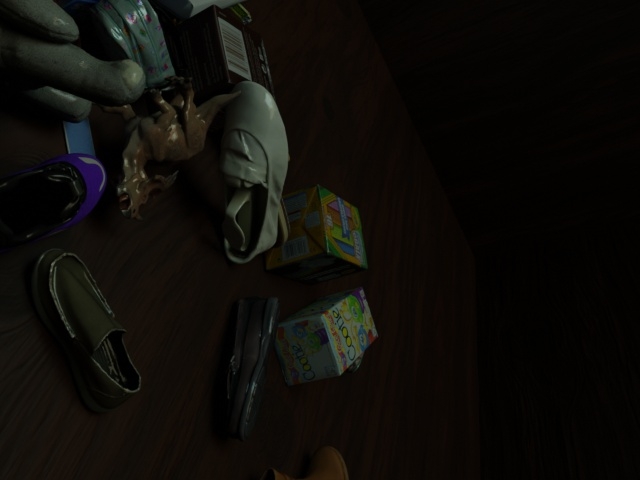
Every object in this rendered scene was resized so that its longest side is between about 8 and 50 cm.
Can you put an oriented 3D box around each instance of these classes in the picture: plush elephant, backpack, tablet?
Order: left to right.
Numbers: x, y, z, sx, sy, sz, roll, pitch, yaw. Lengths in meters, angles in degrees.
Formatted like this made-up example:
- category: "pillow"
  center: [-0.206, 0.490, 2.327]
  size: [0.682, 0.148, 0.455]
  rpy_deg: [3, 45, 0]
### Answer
- category: "plush elephant"
  center: [-0.396, -0.335, 0.750]
  size: [0.329, 0.271, 0.256]
  rpy_deg: [19, 82, -32]
- category: "tablet"
  center: [-0.402, -0.174, 0.940]
  size: [0.054, 0.006, 0.084]
  rpy_deg: [3, 71, -63]
- category: "backpack"
  center: [-0.325, -0.355, 1.002]
  size: [0.152, 0.115, 0.182]
  rpy_deg: [39, -21, 15]

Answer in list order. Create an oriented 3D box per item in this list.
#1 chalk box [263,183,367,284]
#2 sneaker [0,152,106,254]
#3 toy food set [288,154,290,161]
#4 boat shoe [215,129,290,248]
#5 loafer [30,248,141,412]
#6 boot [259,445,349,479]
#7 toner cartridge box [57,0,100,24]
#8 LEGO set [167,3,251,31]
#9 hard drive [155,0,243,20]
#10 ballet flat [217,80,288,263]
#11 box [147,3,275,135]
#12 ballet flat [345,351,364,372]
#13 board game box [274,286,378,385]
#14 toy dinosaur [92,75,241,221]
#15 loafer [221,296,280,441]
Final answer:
- category: "chalk box"
  center: [0.000, 0.000, 1.446]
  size: [0.289, 0.180, 0.179]
  rpy_deg: [24, 53, -59]
- category: "sneaker"
  center: [-0.366, -0.058, 0.776]
  size: [0.102, 0.146, 0.293]
  rpy_deg: [65, 27, -17]
- category: "toy food set"
  center: [-0.115, -0.255, 1.553]
  size: [0.082, 0.020, 0.084]
  rpy_deg: [9, 67, -62]
- category: "boat shoe"
  center: [-0.132, -0.154, 1.316]
  size: [0.123, 0.123, 0.342]
  rpy_deg: [-20, 86, -45]
- category: "loafer"
  center: [-0.324, 0.124, 0.815]
  size: [0.251, 0.087, 0.094]
  rpy_deg: [68, 26, -10]
- category: "boot"
  center: [-0.051, 0.507, 1.137]
  size: [0.220, 0.108, 0.284]
  rpy_deg: [51, 40, -31]
- category: "toner cartridge box"
  center: [-0.458, -0.563, 0.991]
  size: [0.165, 0.075, 0.348]
  rpy_deg: [-30, 101, -63]
- category: "LEGO set"
  center: [-0.249, -0.516, 1.344]
  size: [0.287, 0.107, 0.132]
  rpy_deg: [-13, 86, -65]
- category: "hard drive"
  center: [-0.299, -0.587, 1.234]
  size: [0.232, 0.047, 0.353]
  rpy_deg: [34, 33, -3]
- category: "ballet flat"
  center: [-0.144, -0.108, 1.123]
  size: [0.139, 0.139, 0.401]
  rpy_deg: [-75, 173, -48]
- category: "box"
  center: [-0.230, -0.336, 1.160]
  size: [0.167, 0.203, 0.169]
  rpy_deg: [6, 70, -63]
- category: "ballet flat"
  center: [0.097, 0.289, 1.596]
  size: [0.079, 0.077, 0.221]
  rpy_deg: [50, 28, -2]
- category: "board game box"
  center: [0.017, 0.226, 1.378]
  size: [0.275, 0.141, 0.145]
  rpy_deg: [-22, 95, -65]
- category: "toy dinosaur"
  center: [-0.266, -0.170, 0.988]
  size: [0.295, 0.127, 0.201]
  rpy_deg: [-33, 121, -36]
- category: "loafer"
  center: [-0.152, 0.243, 1.119]
  size: [0.109, 0.095, 0.303]
  rpy_deg: [90, 9, -50]
